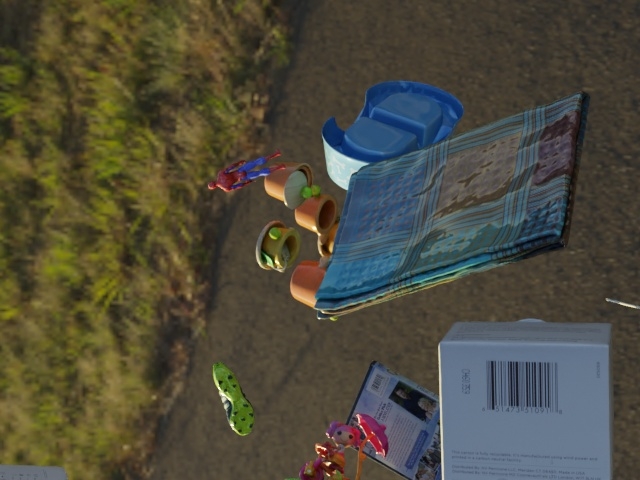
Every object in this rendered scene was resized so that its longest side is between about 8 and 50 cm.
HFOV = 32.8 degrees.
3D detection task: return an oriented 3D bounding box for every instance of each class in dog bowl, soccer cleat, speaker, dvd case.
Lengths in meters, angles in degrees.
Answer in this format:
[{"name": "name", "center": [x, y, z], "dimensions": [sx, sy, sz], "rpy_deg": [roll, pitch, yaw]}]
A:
[{"name": "dog bowl", "center": [0.115, -0.163, 1.744], "dimensions": [0.166, 0.297, 0.074], "rpy_deg": [22, 128, 21]}, {"name": "soccer cleat", "center": [-0.189, 0.343, 2.375], "dimensions": [0.072, 0.060, 0.178], "rpy_deg": [-126, 16, -64]}, {"name": "speaker", "center": [-0.399, 0.318, 1.411], "dimensions": [0.055, 0.136, 0.055], "rpy_deg": [-16, 69, 48]}, {"name": "dvd case", "center": [0.170, 0.343, 1.919], "dimensions": [0.253, 0.022, 0.180], "rpy_deg": [28, 118, 14]}]

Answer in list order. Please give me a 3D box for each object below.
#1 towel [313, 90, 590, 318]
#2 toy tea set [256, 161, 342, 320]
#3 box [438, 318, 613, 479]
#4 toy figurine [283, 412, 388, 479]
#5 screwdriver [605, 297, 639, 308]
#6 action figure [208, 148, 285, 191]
[{"name": "towel", "center": [0.163, -0.048, 1.401], "dimensions": [0.370, 0.040, 0.271], "rpy_deg": [-19, 38, 37]}, {"name": "toy tea set", "center": [0.000, 0.000, 1.899], "dimensions": [0.124, 0.336, 0.200], "rpy_deg": [15, 72, 30]}, {"name": "box", "center": [0.227, 0.186, 1.190], "dimensions": [0.181, 0.119, 0.181], "rpy_deg": [-1, 98, 17]}, {"name": "toy figurine", "center": [0.043, 0.361, 1.811], "dimensions": [0.130, 0.173, 0.159], "rpy_deg": [99, -170, -60]}, {"name": "screwdriver", "center": [0.476, 0.102, 1.628], "dimensions": [0.170, 0.025, 0.024], "rpy_deg": [11, 117, 64]}, {"name": "action figure", "center": [-0.110, -0.099, 1.597], "dimensions": [0.030, 0.115, 0.038], "rpy_deg": [-135, 25, -72]}]
